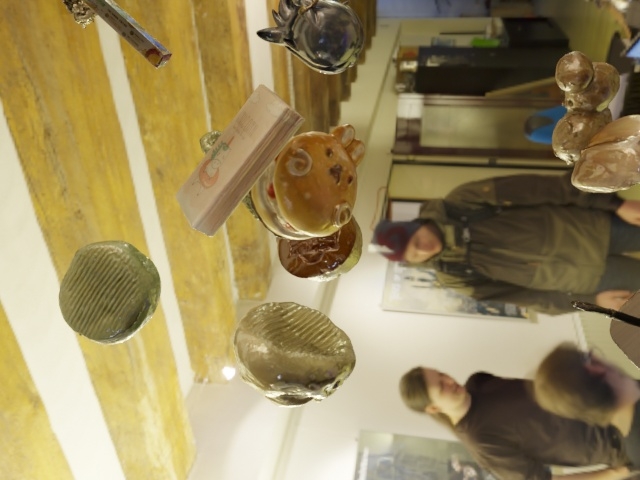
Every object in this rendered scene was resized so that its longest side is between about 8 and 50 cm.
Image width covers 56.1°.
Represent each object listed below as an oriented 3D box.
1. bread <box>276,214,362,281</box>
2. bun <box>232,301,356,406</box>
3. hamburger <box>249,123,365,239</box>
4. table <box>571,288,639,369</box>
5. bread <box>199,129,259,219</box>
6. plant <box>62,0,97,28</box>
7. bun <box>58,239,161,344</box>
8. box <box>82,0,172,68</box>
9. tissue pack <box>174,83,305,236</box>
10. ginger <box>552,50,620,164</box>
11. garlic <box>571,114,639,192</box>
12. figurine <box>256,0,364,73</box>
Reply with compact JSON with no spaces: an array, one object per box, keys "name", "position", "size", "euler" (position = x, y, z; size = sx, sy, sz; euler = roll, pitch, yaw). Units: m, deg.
[{"name":"bread","position":[0.000,0.000,1.827],"size":[0.148,0.269,0.270],"euler":[38,-126,-57]},{"name":"bun","position":[-0.051,0.205,1.039],"size":[0.231,0.230,0.133],"euler":[-52,-17,-72]},{"name":"hamburger","position":[-0.013,-0.149,1.482],"size":[0.303,0.186,0.261],"euler":[-45,-66,-37]},{"name":"table","position":[0.629,0.133,1.003],"size":[0.249,0.317,0.318],"euler":[26,-118,-39]},{"name":"bread","position":[-0.201,-0.192,1.601],"size":[0.287,0.056,0.207],"euler":[51,-153,-24]},{"name":"plant","position":[-0.575,-0.561,1.404],"size":[0.121,0.116,0.105],"euler":[16,-88,-45]},{"name":"bun","position":[-0.435,0.105,1.266],"size":[0.108,0.221,0.222],"euler":[-8,-79,-82]},{"name":"box","position":[-0.402,-0.441,1.244],"size":[0.041,0.207,0.050],"euler":[-45,9,21]},{"name":"tissue pack","position":[-0.183,-0.177,1.305],"size":[0.071,0.325,0.170],"euler":[31,-167,-38]},{"name":"ginger","position":[0.729,-0.381,1.660],"size":[0.244,0.155,0.304],"euler":[-30,-59,-30]},{"name":"garlic","position":[0.744,-0.215,1.458],"size":[0.110,0.227,0.217],"euler":[45,-111,-39]},{"name":"figurine","position":[-0.017,-0.502,1.414],"size":[0.197,0.264,0.175],"euler":[-14,-49,-60]}]
